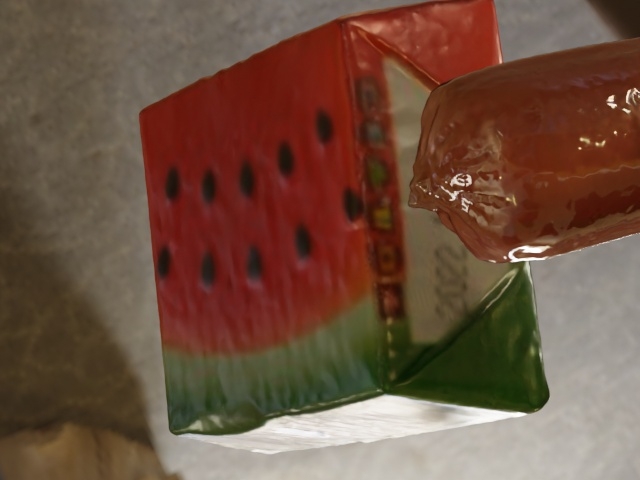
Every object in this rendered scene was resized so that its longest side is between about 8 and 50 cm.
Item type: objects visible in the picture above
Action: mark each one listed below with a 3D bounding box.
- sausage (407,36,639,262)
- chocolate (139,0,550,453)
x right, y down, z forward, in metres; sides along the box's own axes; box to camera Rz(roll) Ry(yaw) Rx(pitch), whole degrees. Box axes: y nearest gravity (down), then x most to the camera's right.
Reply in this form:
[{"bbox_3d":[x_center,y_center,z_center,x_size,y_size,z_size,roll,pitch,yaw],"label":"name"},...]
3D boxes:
[{"bbox_3d":[0.178,-0.064,1.170,0.254,0.148,0.148,-10,141,-16],"label":"sausage"},{"bbox_3d":[0.000,0.000,1.482,0.161,0.341,0.360,0,169,-39],"label":"chocolate"}]
